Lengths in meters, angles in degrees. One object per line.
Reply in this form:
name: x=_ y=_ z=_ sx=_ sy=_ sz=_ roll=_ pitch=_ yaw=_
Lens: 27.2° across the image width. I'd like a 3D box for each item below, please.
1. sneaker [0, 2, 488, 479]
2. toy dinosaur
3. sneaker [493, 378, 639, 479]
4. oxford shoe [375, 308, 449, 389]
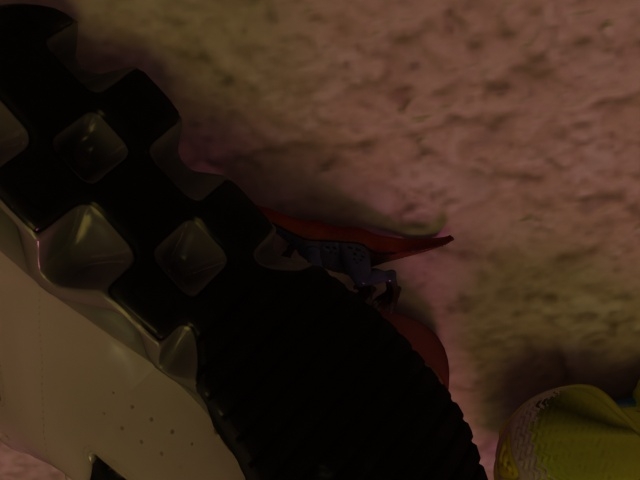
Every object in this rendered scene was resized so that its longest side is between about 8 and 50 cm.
sneaker: x=-0.056 y=0.069 z=0.550 sx=0.330 sy=0.122 sz=0.146 roll=51 pitch=134 yaw=1
toy dinosaur: x=0.000 y=0.000 z=0.607 sx=0.090 sy=0.047 sz=0.082 roll=-46 pitch=117 yaw=-8
sneaker: x=0.203 y=0.122 z=0.703 sx=0.240 sy=0.091 sz=0.126 roll=3 pitch=149 yaw=-7
oxford shoe: x=-0.022 y=0.195 z=0.705 sx=0.123 sy=0.130 sz=0.348 roll=7 pitch=131 yaw=-12
